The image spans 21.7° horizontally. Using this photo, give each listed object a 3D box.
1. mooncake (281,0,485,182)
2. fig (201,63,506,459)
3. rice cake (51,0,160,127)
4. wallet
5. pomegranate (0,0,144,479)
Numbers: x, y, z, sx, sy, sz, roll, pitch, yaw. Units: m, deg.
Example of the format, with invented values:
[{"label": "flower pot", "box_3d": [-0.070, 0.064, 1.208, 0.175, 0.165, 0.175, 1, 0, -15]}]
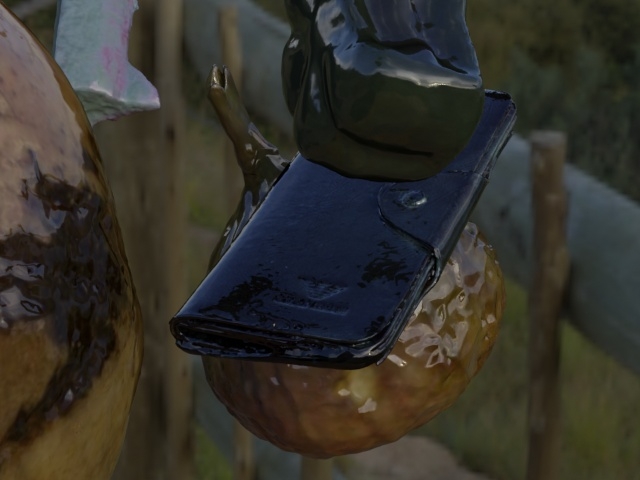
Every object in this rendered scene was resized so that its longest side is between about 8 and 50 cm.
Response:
[{"label": "mooncake", "box_3d": [0.041, -0.123, 1.040, 0.104, 0.168, 0.175, 11, 24, -24]}, {"label": "fig", "box_3d": [0.000, 0.000, 1.472, 0.286, 0.369, 0.286, -18, 22, 8]}, {"label": "rice cake", "box_3d": [-0.141, -0.194, 1.167, 0.081, 0.051, 0.290, 3, 56, -1]}, {"label": "wallet", "box_3d": [0.028, -0.021, 1.238, 0.172, 0.045, 0.318, 4, 38, 27]}, {"label": "pomegranate", "box_3d": [-0.224, 0.033, 0.666, 0.322, 0.322, 0.322, 2, 20, -1]}]
